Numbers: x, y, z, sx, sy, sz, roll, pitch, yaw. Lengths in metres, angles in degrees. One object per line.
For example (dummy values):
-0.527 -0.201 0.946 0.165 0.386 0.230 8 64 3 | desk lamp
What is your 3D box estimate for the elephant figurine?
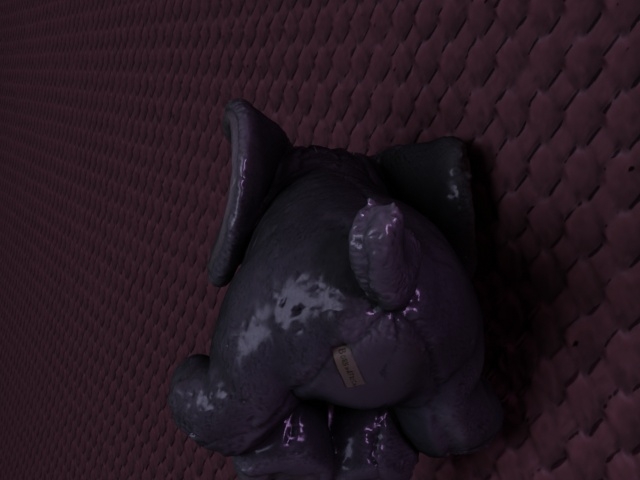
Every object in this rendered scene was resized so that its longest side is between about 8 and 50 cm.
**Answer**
0.000 0.000 0.500 0.186 0.169 0.240 -32 39 24 | elephant figurine
